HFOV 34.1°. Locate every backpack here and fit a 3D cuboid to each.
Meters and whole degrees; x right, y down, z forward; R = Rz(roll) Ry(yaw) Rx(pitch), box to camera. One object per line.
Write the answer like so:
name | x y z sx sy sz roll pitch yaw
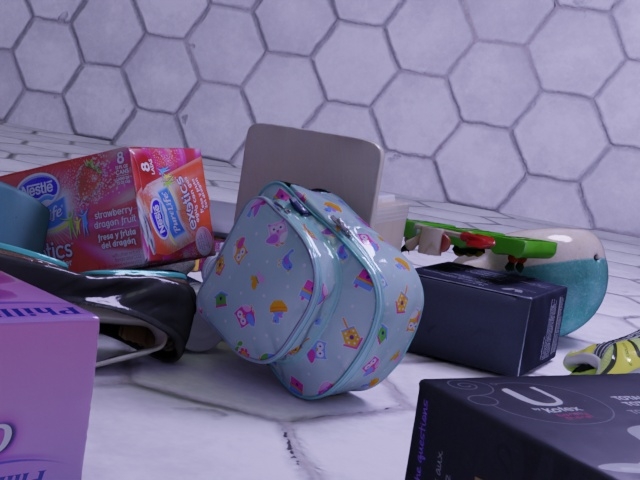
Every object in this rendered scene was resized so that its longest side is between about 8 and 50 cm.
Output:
backpack | -0.009 0.051 0.958 0.188 0.166 0.144 39 18 26

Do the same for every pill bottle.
pill bottle | -0.149 0.067 1.074 0.067 0.067 0.120 3 10 -37

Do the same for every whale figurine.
whale figurine | 0.253 0.069 1.398 0.272 0.141 0.216 -17 -11 40

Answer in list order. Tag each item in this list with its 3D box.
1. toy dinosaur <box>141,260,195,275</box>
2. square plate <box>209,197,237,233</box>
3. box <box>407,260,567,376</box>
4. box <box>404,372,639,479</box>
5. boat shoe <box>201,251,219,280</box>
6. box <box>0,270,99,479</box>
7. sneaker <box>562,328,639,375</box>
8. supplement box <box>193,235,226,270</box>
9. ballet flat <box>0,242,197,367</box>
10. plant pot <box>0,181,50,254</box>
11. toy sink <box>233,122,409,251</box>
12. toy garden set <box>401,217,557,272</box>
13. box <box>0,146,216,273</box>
toy dinosaur | -0.222 0.012 1.302 0.160 0.121 0.313 17 -19 14
square plate | -0.231 -0.038 1.617 0.343 0.049 0.347 6 -3 -15
box | 0.185 0.087 1.208 0.156 0.093 0.158 12 7 27
box | 0.171 0.164 0.459 0.165 0.143 0.270 4 9 -29
boat shoe | -0.044 0.034 1.363 0.226 0.083 0.076 6 9 -13
box | -0.299 0.077 0.661 0.213 0.117 0.243 1 11 -44
sneaker | 0.285 0.121 0.902 0.147 0.145 0.384 12 7 20
supplement box | -0.174 0.016 1.494 0.055 0.043 0.083 11 8 28
ballet flat | -0.224 0.060 0.898 0.280 0.096 0.095 11 -22 -38
plant pot | -0.374 0.003 0.975 0.165 0.166 0.234 13 3 26
toy sink | 0.000 0.000 1.114 0.152 0.234 0.131 11 9 22
toy garden set | 0.125 0.005 1.229 0.244 0.049 0.203 11 4 32
box | -0.255 -0.021 1.123 0.256 0.123 0.128 -9 -1 29
